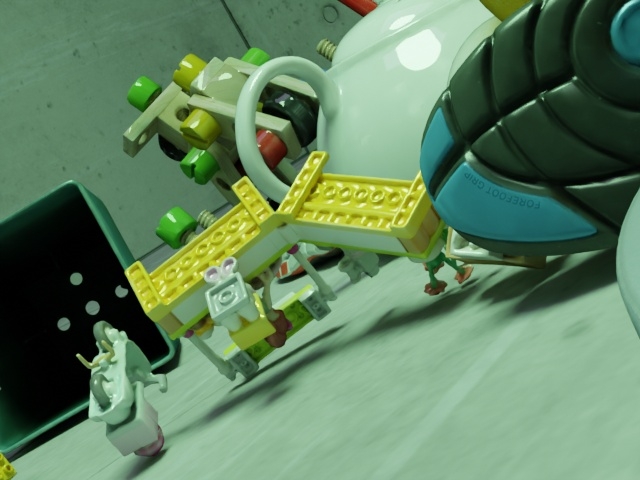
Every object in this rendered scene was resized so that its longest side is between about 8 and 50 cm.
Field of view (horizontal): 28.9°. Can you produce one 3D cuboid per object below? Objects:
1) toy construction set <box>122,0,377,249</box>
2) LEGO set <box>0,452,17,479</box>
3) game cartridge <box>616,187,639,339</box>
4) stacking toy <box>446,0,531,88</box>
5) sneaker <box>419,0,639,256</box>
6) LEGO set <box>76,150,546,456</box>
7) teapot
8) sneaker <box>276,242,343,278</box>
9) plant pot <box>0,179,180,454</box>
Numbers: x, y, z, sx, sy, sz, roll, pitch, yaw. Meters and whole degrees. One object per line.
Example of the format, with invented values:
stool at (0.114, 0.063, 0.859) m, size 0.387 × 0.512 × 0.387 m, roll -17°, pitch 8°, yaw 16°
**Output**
toy construction set at (-0.080, -0.151, 1.270) m, size 0.309 × 0.237 × 0.257 m, roll -54°, pitch -15°, yaw 3°
LEGO set at (-0.244, 0.152, 0.744) m, size 0.093 × 0.087 × 0.227 m, roll -44°, pitch -3°, yaw 32°
game cartridge at (0.181, -0.020, 0.350) m, size 0.196 × 0.060 × 0.294 m, roll -32°, pitch 5°, yaw 20°
stacking toy at (0.171, -0.218, 0.676) m, size 0.350 × 0.350 × 0.480 m, roll -36°, pitch -33°, yaw -48°
sneaker at (0.211, -0.084, 0.580) m, size 0.341 × 0.125 × 0.139 m, roll -26°, pitch -14°, yaw 9°
LEGO set at (0.005, 0.031, 0.713) m, size 0.287 × 0.107 × 0.132 m, roll -23°, pitch 42°, yaw 17°
teapot at (0.088, -0.117, 0.958) m, size 0.252 × 0.187 × 0.256 m, roll -28°, pitch 7°, yaw 19°
sneaker at (0.000, 0.000, 1.117) m, size 0.065 × 0.061 × 0.158 m, roll -3°, pitch -6°, yaw -26°
plant pot at (-0.223, 0.065, 1.105) m, size 0.165 × 0.166 × 0.234 m, roll -30°, pitch -2°, yaw 0°
